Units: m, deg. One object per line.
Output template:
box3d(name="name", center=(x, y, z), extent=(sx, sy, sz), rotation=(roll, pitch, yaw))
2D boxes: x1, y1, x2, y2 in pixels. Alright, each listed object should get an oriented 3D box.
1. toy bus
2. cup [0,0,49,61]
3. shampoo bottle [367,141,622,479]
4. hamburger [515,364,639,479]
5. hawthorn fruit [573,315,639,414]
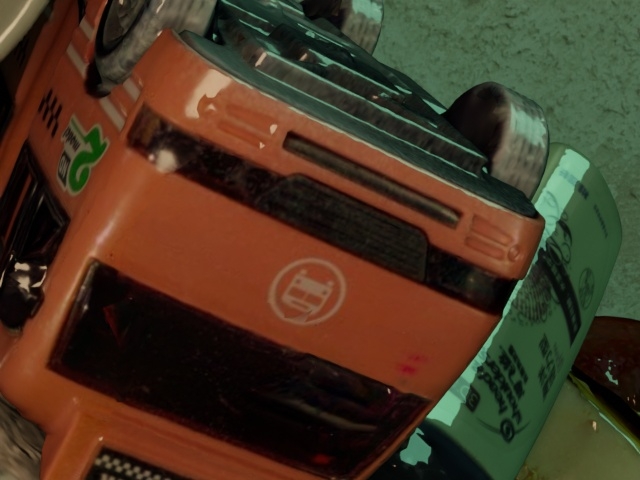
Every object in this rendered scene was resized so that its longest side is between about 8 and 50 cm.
box3d(name="toy bus", center=(-0.070, -0.039, 0.888), extent=(0.203, 0.233, 0.427), rotation=(24, 12, -23))
box3d(name="cup", center=(-0.242, -0.160, 0.832), extent=(0.257, 0.227, 0.301), rotation=(45, -26, 57))
box3d(name="shampoo bottle", center=(0.129, 0.082, 1.288), extent=(0.134, 0.078, 0.359), rotation=(60, 41, -25))
box3d(name="hamburger", center=(0.211, 0.217, 1.505), extent=(0.294, 0.179, 0.276), rotation=(34, 8, -48))
box3d(name="hawthorn fruit", center=(0.301, 0.205, 1.892), extent=(0.265, 0.265, 0.307), rotation=(45, 0, -7))
